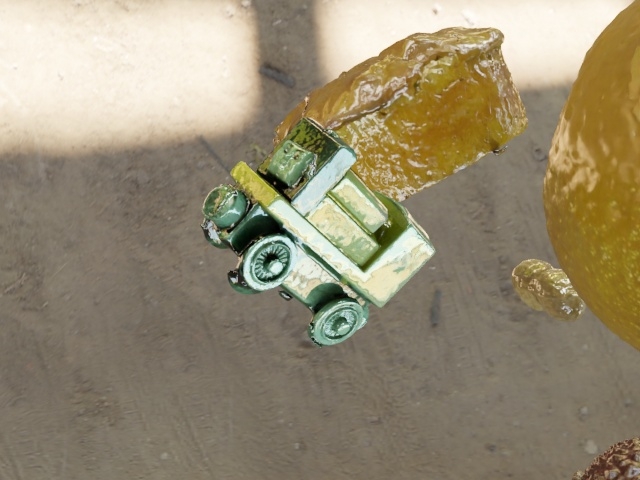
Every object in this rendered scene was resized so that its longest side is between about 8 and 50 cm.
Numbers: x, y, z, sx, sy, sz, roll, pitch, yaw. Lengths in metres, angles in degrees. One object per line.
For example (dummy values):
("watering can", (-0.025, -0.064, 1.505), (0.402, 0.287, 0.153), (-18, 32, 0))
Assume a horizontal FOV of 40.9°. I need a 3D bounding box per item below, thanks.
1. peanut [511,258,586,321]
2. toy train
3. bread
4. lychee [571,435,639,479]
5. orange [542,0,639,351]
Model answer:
("peanut", (0.398, 0.088, 1.496), (0.089, 0.193, 0.089), (-3, 103, -12))
("toy train", (0.000, 0.000, 0.404), (0.081, 0.050, 0.122), (-44, 136, 2))
("bread", (0.122, -0.182, 1.315), (0.398, 0.398, 0.215), (-31, 93, -27))
("lychee", (0.502, 0.429, 1.263), (0.276, 0.304, 0.275), (-17, 119, -33))
("orange", (0.224, -0.025, 0.390), (0.236, 0.236, 0.236), (6, 75, -23))
